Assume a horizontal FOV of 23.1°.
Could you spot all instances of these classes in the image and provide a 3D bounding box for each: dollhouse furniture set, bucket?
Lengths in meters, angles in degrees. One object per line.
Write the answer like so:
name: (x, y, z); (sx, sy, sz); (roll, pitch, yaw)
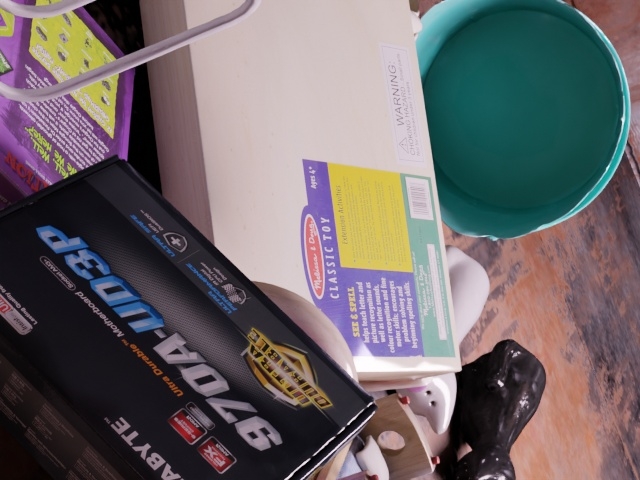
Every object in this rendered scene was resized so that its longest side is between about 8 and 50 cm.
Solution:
dollhouse furniture set: (0.031, 0.229, 1.106); (0.184, 0.129, 0.129); (63, 21, -14)
bucket: (0.213, -0.144, 1.746); (0.281, 0.281, 0.183); (68, 16, 0)

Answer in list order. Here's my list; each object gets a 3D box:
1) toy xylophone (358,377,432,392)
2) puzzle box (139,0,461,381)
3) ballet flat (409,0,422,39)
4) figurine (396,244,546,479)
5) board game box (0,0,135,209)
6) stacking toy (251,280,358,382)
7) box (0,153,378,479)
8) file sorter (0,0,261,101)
toy xylophone: (0.000, 0.000, 1.323); (0.323, 0.081, 0.236); (60, 23, -21)
puzzle box: (-0.018, -0.090, 1.218); (0.272, 0.052, 0.409); (5, 73, -48)
ballet flat: (0.056, -0.248, 1.641); (0.106, 0.107, 0.316); (29, 34, -13)
figurine: (0.141, 0.145, 1.538); (0.215, 0.092, 0.209); (57, 28, -27)
board game box: (-0.231, -0.140, 0.937); (0.347, 0.056, 0.208); (50, 23, -40)
stacking toy: (-0.083, 0.151, 0.912); (0.141, 0.141, 0.330); (63, 25, -15)
box: (-0.097, 0.065, 0.857); (0.220, 0.051, 0.175); (44, 36, 10)
file sorter: (-0.153, -0.247, 0.908); (0.173, 0.192, 0.278); (44, 32, -54)
